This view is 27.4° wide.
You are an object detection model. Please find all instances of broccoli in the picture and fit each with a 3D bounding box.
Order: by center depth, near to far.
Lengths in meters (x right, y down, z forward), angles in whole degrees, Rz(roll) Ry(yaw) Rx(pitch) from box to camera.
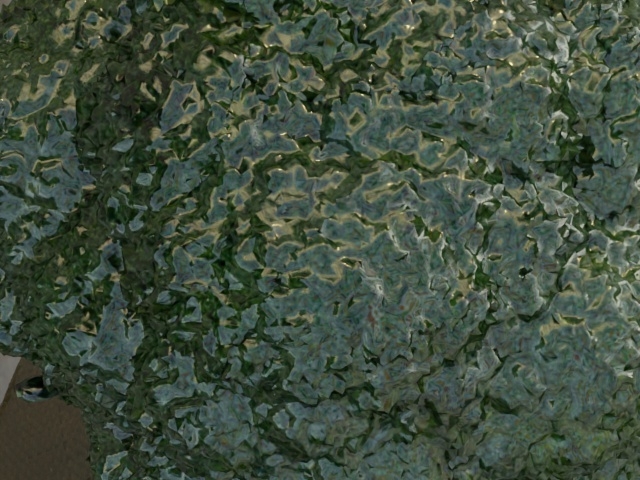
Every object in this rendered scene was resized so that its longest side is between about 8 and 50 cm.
[{"bbox_3d":[0.000,0.000,0.561,0.304,0.283,0.321,-9,95,6],"label":"broccoli"}]

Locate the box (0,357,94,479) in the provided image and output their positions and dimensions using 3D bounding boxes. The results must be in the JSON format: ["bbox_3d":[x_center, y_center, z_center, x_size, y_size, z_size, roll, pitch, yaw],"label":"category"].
[{"bbox_3d":[-0.269,0.284,1.426,0.143,0.184,0.273,14,98,-51],"label":"box"}]
